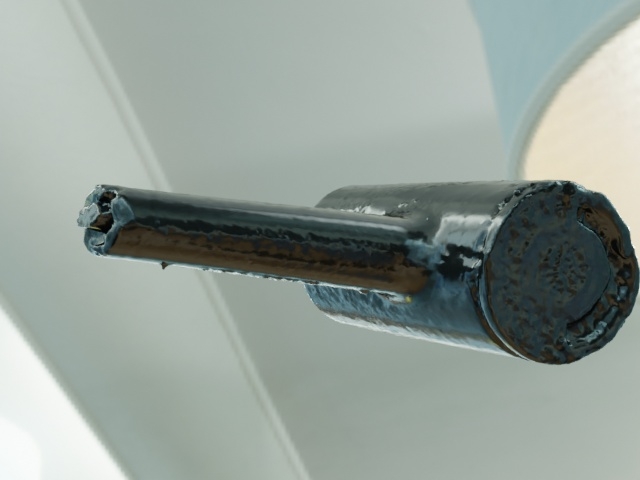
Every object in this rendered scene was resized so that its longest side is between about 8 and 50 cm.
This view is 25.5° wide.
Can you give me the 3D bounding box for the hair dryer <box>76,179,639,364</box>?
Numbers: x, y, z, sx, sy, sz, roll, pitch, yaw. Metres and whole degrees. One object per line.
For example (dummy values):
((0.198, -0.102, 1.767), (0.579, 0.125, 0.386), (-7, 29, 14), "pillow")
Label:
((0.000, 0.000, 0.709), (0.251, 0.089, 0.197), (9, -1, -30), "hair dryer")
